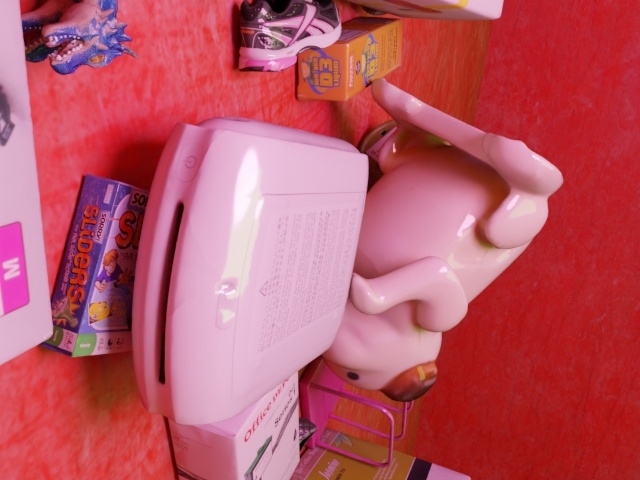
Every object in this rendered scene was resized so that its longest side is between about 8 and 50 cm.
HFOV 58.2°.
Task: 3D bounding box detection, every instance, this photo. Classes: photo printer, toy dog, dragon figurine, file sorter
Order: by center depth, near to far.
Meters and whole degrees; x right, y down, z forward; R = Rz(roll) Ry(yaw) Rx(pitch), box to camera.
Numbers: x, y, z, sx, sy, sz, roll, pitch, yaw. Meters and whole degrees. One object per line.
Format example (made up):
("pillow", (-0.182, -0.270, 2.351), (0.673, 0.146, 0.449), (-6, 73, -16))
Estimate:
("dragon figurine", (-0.114, -0.236, 0.372), (0.289, 0.085, 0.144), (-61, 157, -26))
("photo printer", (-0.057, 0.018, 0.553), (0.307, 0.107, 0.256), (-15, 117, -67))
("toy dog", (0.127, 0.030, 0.855), (0.408, 0.284, 0.395), (-58, 151, 10))
("file sorter", (0.104, 0.264, 1.147), (0.291, 0.182, 0.202), (-56, 152, -45))

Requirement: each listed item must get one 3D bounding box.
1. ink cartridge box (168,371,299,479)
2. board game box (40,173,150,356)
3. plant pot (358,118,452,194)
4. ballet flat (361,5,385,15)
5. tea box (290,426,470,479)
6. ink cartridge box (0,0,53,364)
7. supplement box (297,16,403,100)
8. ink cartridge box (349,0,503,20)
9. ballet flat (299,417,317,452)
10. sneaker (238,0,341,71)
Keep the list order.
("ink cartridge box", (-0.098, 0.247, 0.717), (0.160, 0.092, 0.220), (-51, 148, -51))
("board game box", (-0.149, 0.029, 0.523), (0.201, 0.035, 0.136), (18, 85, -71))
("plant pot", (0.188, -0.083, 1.096), (0.294, 0.274, 0.275), (52, 52, -46))
("ballet flat", (0.105, -0.452, 0.899), (0.084, 0.058, 0.250), (40, 58, -49))
("tea box", (0.092, 0.600, 1.116), (0.220, 0.323, 0.330), (-18, 118, -68))
("ink cartridge box", (-0.232, -0.033, 0.229), (0.239, 0.060, 0.276), (-40, 139, -61))
("supplement box", (0.047, -0.261, 0.813), (0.233, 0.080, 0.078), (-45, 141, -51))
("ink cartridge box", (0.104, -0.422, 0.659), (0.384, 0.160, 0.280), (-21, 121, -55))
("ballet flat", (-0.057, 0.387, 0.981), (0.057, 0.049, 0.173), (67, 41, -58))
("sneaker", (-0.029, -0.247, 0.628), (0.178, 0.071, 0.077), (-55, 150, -48))
